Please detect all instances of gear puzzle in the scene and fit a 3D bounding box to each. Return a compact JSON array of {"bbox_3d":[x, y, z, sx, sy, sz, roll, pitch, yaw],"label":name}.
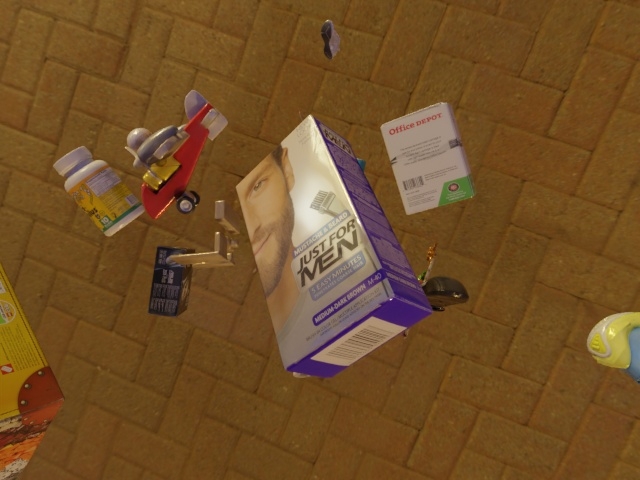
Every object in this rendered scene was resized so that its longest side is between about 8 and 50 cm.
[{"bbox_3d":[0.319,0.141,1.534,0.044,0.175,0.338,20,65,14],"label":"gear puzzle"}]

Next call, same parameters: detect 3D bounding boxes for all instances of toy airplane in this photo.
[{"bbox_3d":[-0.472,-0.302,1.512,0.273,0.386,0.384,21,57,-12],"label":"toy airplane"}]

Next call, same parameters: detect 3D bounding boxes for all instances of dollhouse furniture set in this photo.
[{"bbox_3d":[-0.289,-0.010,1.208,0.123,0.144,0.151,-6,71,9],"label":"dollhouse furniture set"}]

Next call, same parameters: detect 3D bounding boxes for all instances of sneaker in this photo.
[{"bbox_3d":[0.040,-0.750,1.749,0.054,0.152,0.061,37,69,23],"label":"sneaker"},{"bbox_3d":[0.464,0.146,0.596,0.240,0.126,0.091,-7,125,-17],"label":"sneaker"}]

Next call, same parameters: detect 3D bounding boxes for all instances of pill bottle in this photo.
[{"bbox_3d":[-0.548,-0.123,1.170,0.118,0.117,0.208,-33,107,8],"label":"pill bottle"}]

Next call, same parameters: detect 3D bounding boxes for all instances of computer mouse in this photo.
[{"bbox_3d":[0.246,0.119,1.159,0.184,0.262,0.060,11,75,1],"label":"computer mouse"}]

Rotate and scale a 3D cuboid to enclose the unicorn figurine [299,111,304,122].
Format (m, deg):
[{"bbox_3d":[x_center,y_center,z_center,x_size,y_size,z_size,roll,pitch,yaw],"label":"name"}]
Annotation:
[{"bbox_3d":[-0.011,-0.210,1.073,0.162,0.060,0.111,27,57,16],"label":"unicorn figurine"}]

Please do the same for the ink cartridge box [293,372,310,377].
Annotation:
[{"bbox_3d":[-0.019,0.199,1.177,0.066,0.189,0.232,5,56,-27],"label":"ink cartridge box"}]

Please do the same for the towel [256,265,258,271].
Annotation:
[{"bbox_3d":[-0.037,0.108,1.496,0.329,0.037,0.237,-32,100,41],"label":"towel"}]

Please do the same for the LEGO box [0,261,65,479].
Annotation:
[{"bbox_3d":[-0.661,0.181,0.774,0.500,0.193,0.372,51,120,21],"label":"LEGO box"}]

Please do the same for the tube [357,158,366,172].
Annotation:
[{"bbox_3d":[0.113,-0.187,1.691,0.080,0.052,0.206,14,90,30],"label":"tube"}]

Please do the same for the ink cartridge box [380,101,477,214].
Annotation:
[{"bbox_3d":[0.333,-0.248,1.449,0.211,0.122,0.288,-15,95,26],"label":"ink cartridge box"}]

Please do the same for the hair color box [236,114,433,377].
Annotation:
[{"bbox_3d":[0.000,0.000,0.692,0.185,0.110,0.338,-39,49,23],"label":"hair color box"}]

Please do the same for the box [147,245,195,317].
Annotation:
[{"bbox_3d":[-0.402,0.107,1.291,0.078,0.147,0.180,8,88,-5],"label":"box"}]
